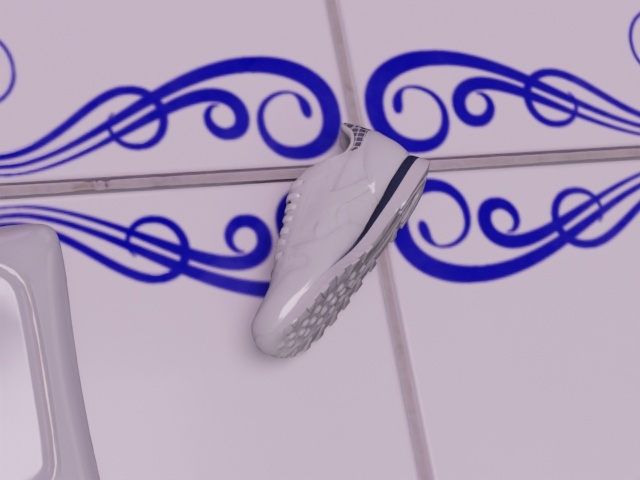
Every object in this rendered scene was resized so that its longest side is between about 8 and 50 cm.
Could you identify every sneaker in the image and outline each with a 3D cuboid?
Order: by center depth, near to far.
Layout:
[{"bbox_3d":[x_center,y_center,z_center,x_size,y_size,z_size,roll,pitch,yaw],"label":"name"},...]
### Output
[{"bbox_3d":[0.000,0.000,1.510,0.094,0.090,0.235,33,59,9],"label":"sneaker"}]

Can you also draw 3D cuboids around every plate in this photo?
[{"bbox_3d":[-0.315,0.123,1.370,0.277,0.045,0.278,-6,73,-21],"label":"plate"}]
